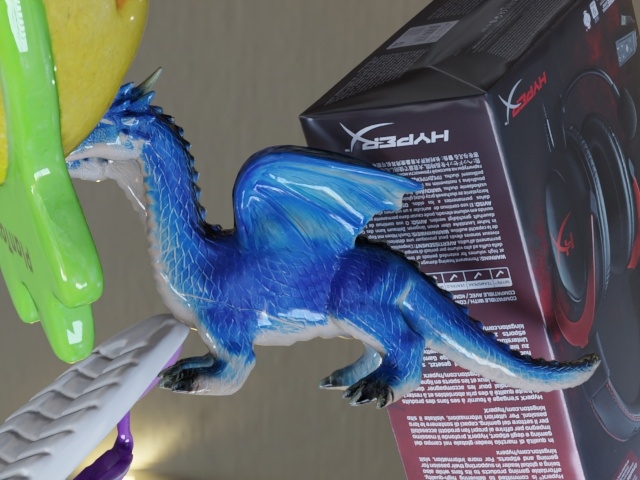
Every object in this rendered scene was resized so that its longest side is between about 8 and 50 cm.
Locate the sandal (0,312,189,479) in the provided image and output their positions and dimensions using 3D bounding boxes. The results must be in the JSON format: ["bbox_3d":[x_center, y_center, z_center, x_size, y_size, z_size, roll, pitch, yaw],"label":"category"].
[{"bbox_3d":[-0.235,0.221,1.412,0.416,0.102,0.169,-48,-161,-29],"label":"sandal"}]

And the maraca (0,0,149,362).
[{"bbox_3d":[-0.088,-0.060,0.449,0.099,0.185,0.127,-17,-162,-15],"label":"maraca"}]

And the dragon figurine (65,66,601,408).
[{"bbox_3d":[0.000,0.000,0.840,0.289,0.144,0.085,5,-179,-4],"label":"dragon figurine"}]

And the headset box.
[{"bbox_3d":[0.117,0.019,1.004,0.110,0.293,0.218,-4,-157,30],"label":"headset box"}]
